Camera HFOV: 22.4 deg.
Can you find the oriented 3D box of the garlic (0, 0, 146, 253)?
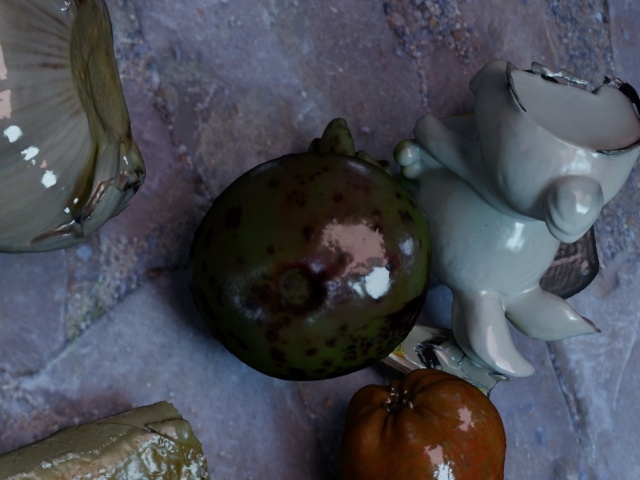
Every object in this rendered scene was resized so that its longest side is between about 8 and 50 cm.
[{"bbox_3d":[-0.284,-0.138,1.418,0.241,0.322,0.322,-20,89,-10],"label":"garlic"}]

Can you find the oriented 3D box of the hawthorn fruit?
[{"bbox_3d":[0.105,0.222,1.650,0.189,0.189,0.189,10,72,-31],"label":"hawthorn fruit"}]

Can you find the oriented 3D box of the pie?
[{"bbox_3d":[-0.234,0.239,1.473,0.282,0.068,0.129,-20,100,-35],"label":"pie"}]

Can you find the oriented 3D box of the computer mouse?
[{"bbox_3d":[0.237,-0.060,1.859,0.137,0.086,0.270,-9,94,-21],"label":"computer mouse"}]

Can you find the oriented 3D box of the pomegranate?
[{"bbox_3d":[-0.017,0.005,1.622,0.242,0.306,0.242,-5,117,-9],"label":"pomegranate"}]

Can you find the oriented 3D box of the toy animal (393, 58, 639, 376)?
[{"bbox_3d":[0.208,-0.032,1.689,0.183,0.310,0.247,-11,52,-39],"label":"toy animal"}]

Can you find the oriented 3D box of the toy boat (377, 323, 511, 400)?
[{"bbox_3d":[0.107,0.124,1.737,0.210,0.066,0.084,23,64,-26],"label":"toy boat"}]
